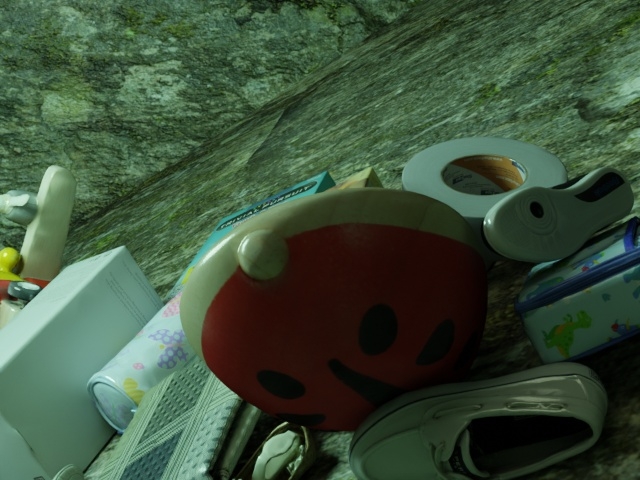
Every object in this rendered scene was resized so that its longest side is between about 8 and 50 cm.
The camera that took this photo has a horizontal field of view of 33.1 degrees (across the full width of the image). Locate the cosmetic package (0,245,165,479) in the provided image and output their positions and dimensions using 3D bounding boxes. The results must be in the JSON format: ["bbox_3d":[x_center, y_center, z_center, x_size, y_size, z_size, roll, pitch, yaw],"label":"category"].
[{"bbox_3d":[-0.401,0.205,1.701,0.156,0.217,0.385,-18,20,36],"label":"cosmetic package"}]

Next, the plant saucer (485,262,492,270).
[{"bbox_3d":[0.073,0.027,1.575,0.401,0.100,0.400,-29,18,10],"label":"plant saucer"}]

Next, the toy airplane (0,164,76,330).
[{"bbox_3d":[-0.558,0.098,1.991,0.273,0.384,0.386,20,54,17],"label":"toy airplane"}]

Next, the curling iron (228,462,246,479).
[{"bbox_3d":[-0.155,0.287,1.363,0.068,0.035,0.274,-24,12,-21],"label":"curling iron"}]

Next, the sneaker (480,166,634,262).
[{"bbox_3d":[0.224,-0.009,1.134,0.217,0.079,0.121,-17,-10,-37],"label":"sneaker"}]

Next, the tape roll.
[{"bbox_3d":[0.220,-0.059,1.453,0.219,0.072,0.219,-3,33,2],"label":"tape roll"}]

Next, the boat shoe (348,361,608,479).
[{"bbox_3d":[0.142,0.194,1.028,0.268,0.096,0.088,-16,18,21],"label":"boat shoe"}]

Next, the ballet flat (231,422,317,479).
[{"bbox_3d":[-0.074,0.272,1.187,0.073,0.067,0.206,19,44,22],"label":"ballet flat"}]

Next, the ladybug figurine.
[{"bbox_3d":[0.033,0.089,1.101,0.305,0.161,0.449,-31,-26,15],"label":"ladybug figurine"}]

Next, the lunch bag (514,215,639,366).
[{"bbox_3d":[0.295,0.043,1.095,0.176,0.090,0.219,-26,0,22],"label":"lunch bag"}]

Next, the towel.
[{"bbox_3d":[-0.172,0.247,1.354,0.312,0.056,0.324,-37,19,34],"label":"towel"}]

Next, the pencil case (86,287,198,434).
[{"bbox_3d":[-0.235,0.175,1.666,0.124,0.113,0.273,-2,33,38],"label":"pencil case"}]

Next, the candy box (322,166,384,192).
[{"bbox_3d":[0.000,0.000,1.368,0.183,0.087,0.316,-29,7,10],"label":"candy box"}]

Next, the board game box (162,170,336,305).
[{"bbox_3d":[-0.113,0.019,1.940,0.254,0.079,0.336,-23,20,25],"label":"board game box"}]

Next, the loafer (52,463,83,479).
[{"bbox_3d":[-0.371,0.362,1.508,0.039,0.045,0.125,-32,19,23],"label":"loafer"}]
